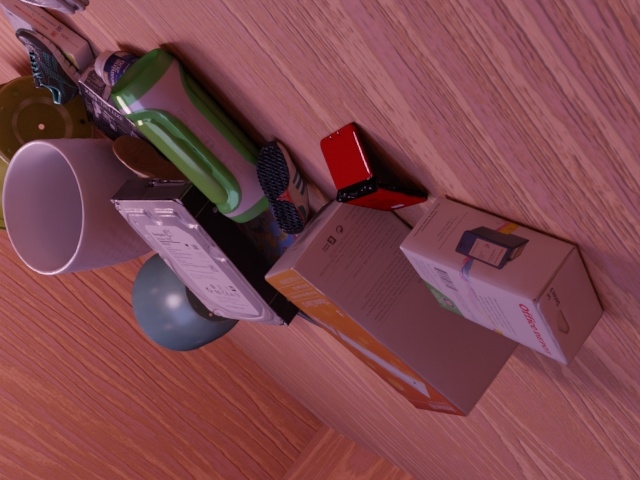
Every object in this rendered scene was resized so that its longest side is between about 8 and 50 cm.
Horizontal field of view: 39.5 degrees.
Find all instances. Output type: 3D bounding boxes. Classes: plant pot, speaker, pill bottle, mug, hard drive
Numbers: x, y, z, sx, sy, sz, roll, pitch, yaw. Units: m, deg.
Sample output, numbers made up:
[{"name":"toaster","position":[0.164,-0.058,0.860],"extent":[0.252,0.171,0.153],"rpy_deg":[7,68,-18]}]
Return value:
[{"name":"plant pot","position":[-0.330,0.142,2.404],"extent":[0.293,0.293,0.235],"rpy_deg":[44,150,-17]},{"name":"plant pot","position":[-0.701,-0.232,2.124],"extent":[0.366,0.366,0.353],"rpy_deg":[43,152,-17]},{"name":"speaker","position":[-0.195,-0.165,1.437],"extent":[0.296,0.131,0.131],"rpy_deg":[47,164,-26]},{"name":"pill bottle","position":[-0.332,-0.286,1.519],"extent":[0.120,0.067,0.067],"rpy_deg":[27,161,37]},{"name":"mug","position":[-0.497,-0.076,1.940],"extent":[0.374,0.328,0.276],"rpy_deg":[-9,91,38]},{"name":"hard drive","position":[-0.211,0.025,1.647],"extent":[0.237,0.064,0.339],"rpy_deg":[3,139,47]}]

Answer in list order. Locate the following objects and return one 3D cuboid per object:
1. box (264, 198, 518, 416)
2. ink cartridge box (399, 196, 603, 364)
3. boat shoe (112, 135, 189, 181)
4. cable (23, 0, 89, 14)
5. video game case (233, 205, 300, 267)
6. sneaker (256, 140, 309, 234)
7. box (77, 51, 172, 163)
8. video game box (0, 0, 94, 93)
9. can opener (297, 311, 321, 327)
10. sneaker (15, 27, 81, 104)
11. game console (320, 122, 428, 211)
[{"name":"box","position":[0.110,0.100,1.401],"extent":[0.345,0.168,0.215],"rpy_deg":[40,165,-6]},{"name":"ink cartridge box","position":[0.228,0.049,1.117],"extent":[0.212,0.093,0.154],"rpy_deg":[27,162,44]},{"name":"boat shoe","position":[-0.310,-0.130,1.641],"extent":[0.170,0.063,0.059],"rpy_deg":[35,157,10]},{"name":"cable","position":[-0.441,-0.404,1.246],"extent":[0.257,0.089,0.257],"rpy_deg":[21,180,40]},{"name":"video game case","position":[-0.107,0.007,1.674],"extent":[0.285,0.025,0.204],"rpy_deg":[-19,100,57]},{"name":"sneaker","position":[-0.056,-0.094,1.442],"extent":[0.057,0.075,0.161],"rpy_deg":[-8,117,20]},{"name":"box","position":[-0.322,-0.201,1.731],"extent":[0.307,0.076,0.242],"rpy_deg":[39,165,0]},{"name":"video game box","position":[-0.517,-0.375,1.743],"extent":[0.187,0.048,0.205],"rpy_deg":[38,165,8]},{"name":"can opener","position":[-0.042,0.176,2.221],"extent":[0.186,0.073,0.059],"rpy_deg":[27,156,9]},{"name":"sneaker","position":[-0.510,-0.319,1.654],"extent":[0.065,0.076,0.166],"rpy_deg":[16,153,51]},{"name":"game console","position":[0.071,-0.096,1.219],"extent":[0.124,0.085,0.144],"rpy_deg":[10,173,-17]}]
